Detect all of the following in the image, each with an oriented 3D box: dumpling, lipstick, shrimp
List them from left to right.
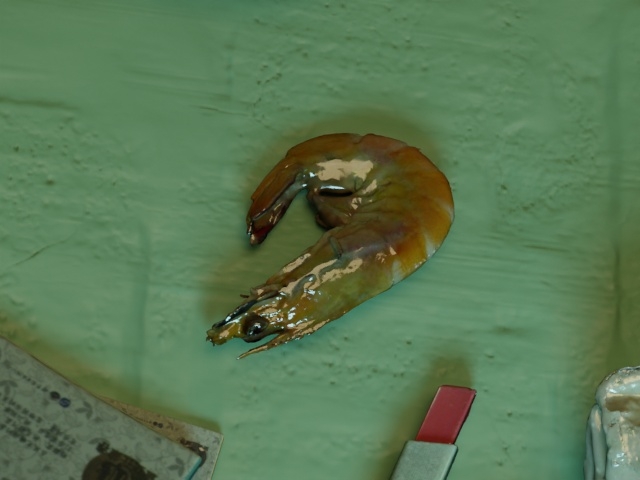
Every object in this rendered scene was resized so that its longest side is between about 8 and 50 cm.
[{"bbox_3d":[0.000,0.000,1.532,0.150,0.068,0.248,36,59,19],"label":"shrimp"},{"bbox_3d":[0.048,0.234,1.442,0.051,0.051,0.312,25,63,2],"label":"lipstick"},{"bbox_3d":[0.285,0.203,1.460,0.172,0.142,0.247,-15,100,-17],"label":"dumpling"}]

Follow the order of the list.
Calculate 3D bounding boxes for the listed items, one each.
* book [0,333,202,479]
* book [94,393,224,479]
[{"bbox_3d":[-0.288,0.226,1.348,0.264,0.031,0.379,31,56,6],"label":"book"},{"bbox_3d":[-0.151,0.205,1.435,0.118,0.012,0.172,17,64,-3],"label":"book"}]
